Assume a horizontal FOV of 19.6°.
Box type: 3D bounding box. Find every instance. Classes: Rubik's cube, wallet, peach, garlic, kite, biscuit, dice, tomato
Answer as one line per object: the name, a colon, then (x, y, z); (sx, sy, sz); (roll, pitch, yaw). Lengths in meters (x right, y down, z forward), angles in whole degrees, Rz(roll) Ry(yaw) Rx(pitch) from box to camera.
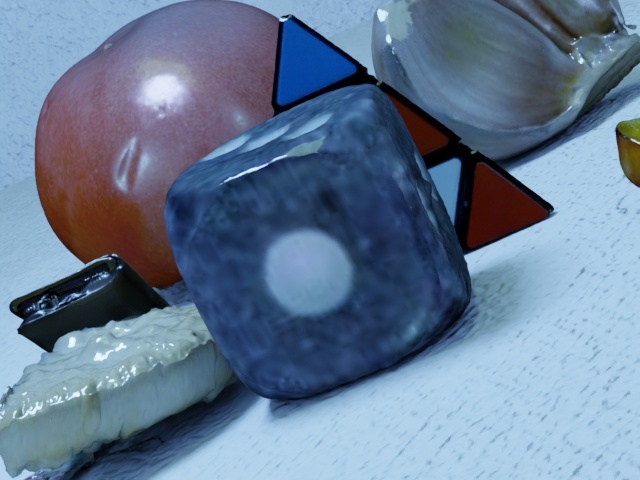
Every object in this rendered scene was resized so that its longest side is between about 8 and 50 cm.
Rubik's cube: (0.084, -0.070, 1.553); (0.234, 0.250, 0.284); (10, 34, 26)
wallet: (-0.189, 0.071, 1.616); (0.110, 0.031, 0.198); (-26, -22, 4)
peach: (0.269, -0.064, 1.388); (0.098, 0.061, 0.098); (-4, 21, 1)
garlic: (0.168, -0.200, 1.818); (0.237, 0.292, 0.210); (-64, -5, 13)
kite: (-0.183, 0.174, 1.440); (0.157, 0.011, 0.139); (-21, 15, 29)
biscuit: (-0.141, 0.099, 1.454); (0.179, 0.084, 0.281); (-18, 5, 11)
dice: (0.000, 0.000, 1.376); (0.182, 0.181, 0.183); (-23, 13, 10)
tomato: (-0.138, -0.103, 1.930); (0.341, 0.272, 0.341); (-25, 11, 5)
